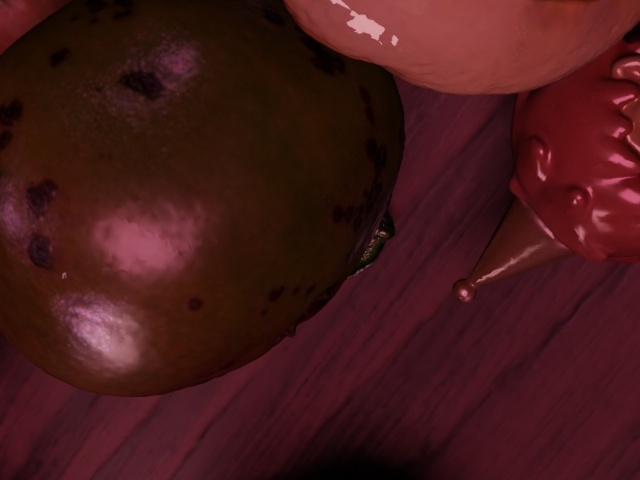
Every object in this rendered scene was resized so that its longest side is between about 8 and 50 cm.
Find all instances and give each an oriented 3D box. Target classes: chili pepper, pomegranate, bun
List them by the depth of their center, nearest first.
[{"bbox_3d":[0.057,-0.210,0.743,0.299,0.299,0.165,30,148,-12],"label":"bun"},{"bbox_3d":[-0.098,-0.075,0.803,0.291,0.291,0.323,-21,89,11],"label":"pomegranate"},{"bbox_3d":[0.001,0.007,0.963,0.118,0.035,0.055,-7,103,16],"label":"chili pepper"}]

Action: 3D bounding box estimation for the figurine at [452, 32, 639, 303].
[{"bbox_3d":[0.236,-0.075,0.837,0.387,0.166,0.207,-33,131,14],"label":"figurine"}]
